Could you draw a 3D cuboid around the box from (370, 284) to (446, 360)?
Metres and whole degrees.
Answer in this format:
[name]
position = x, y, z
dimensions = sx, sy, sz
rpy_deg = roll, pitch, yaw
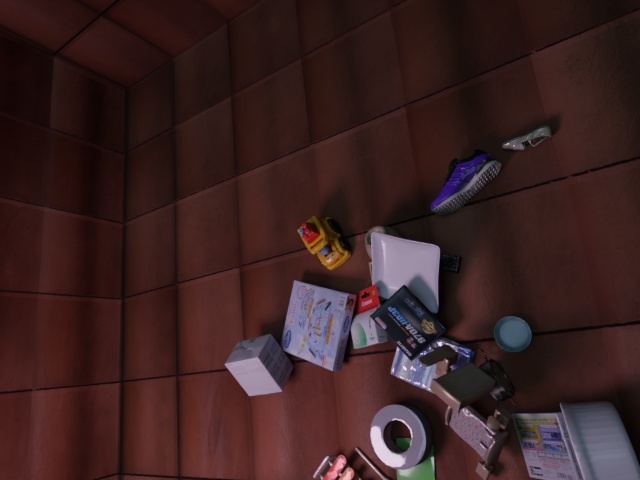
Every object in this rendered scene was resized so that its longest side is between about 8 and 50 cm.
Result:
[box]
position = 0.319, 0.299, 1.656
dimensions = 0.175, 0.051, 0.220
rpy_deg = -44, 82, 9

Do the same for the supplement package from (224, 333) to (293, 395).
[supplement package]
position = -0.264, 0.545, 1.978
dimensions = 0.194, 0.149, 0.203
rpy_deg = -18, 114, 30

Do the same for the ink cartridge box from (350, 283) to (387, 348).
[ink cartridge box]
position = 0.177, 0.304, 1.796
dimensions = 0.181, 0.056, 0.224
rpy_deg = -38, 59, 57

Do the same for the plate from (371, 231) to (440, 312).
[plate]
position = 0.319, 0.111, 1.685
dimensions = 0.277, 0.045, 0.278
rpy_deg = 14, 121, 36

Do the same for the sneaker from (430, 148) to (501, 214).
[sneaker]
position = 0.517, -0.225, 1.700
dimensions = 0.293, 0.102, 0.146
rpy_deg = -41, 56, 15

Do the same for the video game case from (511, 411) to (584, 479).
[video game case]
position = 0.681, 0.623, 1.372
dimensions = 0.212, 0.023, 0.193
rpy_deg = 124, 138, -65

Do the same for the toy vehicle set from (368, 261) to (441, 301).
[toy vehicle set]
position = 0.326, 0.137, 1.785
dimensions = 0.267, 0.035, 0.166
rpy_deg = -17, 71, 30

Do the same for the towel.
[towel]
position = 0.405, 0.448, 1.670
dimensions = 0.285, 0.034, 0.209
rpy_deg = 16, 90, 35

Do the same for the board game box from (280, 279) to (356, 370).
[board game box]
position = -0.016, 0.353, 1.937
dimensions = 0.318, 0.066, 0.318
rpy_deg = 10, 86, 42

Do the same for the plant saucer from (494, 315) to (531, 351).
[plant saucer]
position = 0.652, 0.317, 1.535
dimensions = 0.119, 0.021, 0.119
rpy_deg = -8, 75, 32

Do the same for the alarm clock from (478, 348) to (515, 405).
[alarm clock]
position = 0.572, 0.447, 1.504
dimensions = 0.064, 0.129, 0.192
rpy_deg = -37, 43, 26

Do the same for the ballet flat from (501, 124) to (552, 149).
[ballet flat]
position = 0.729, -0.350, 1.602
dimensions = 0.168, 0.057, 0.052
rpy_deg = -23, 78, 29

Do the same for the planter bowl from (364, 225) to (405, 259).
[planter bowl]
position = 0.243, 0.007, 1.798
dimensions = 0.162, 0.109, 0.162
rpy_deg = -21, 51, 28

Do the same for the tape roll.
[tape roll]
position = 0.295, 0.714, 1.659
dimensions = 0.219, 0.072, 0.219
rpy_deg = -10, 71, 31

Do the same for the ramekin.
[ramekin]
position = 0.778, 0.581, 1.249
dimensions = 0.135, 0.277, 0.277
rpy_deg = -18, 70, 22

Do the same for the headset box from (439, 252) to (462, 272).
[headset box]
position = 0.479, 0.084, 1.695
dimensions = 0.083, 0.032, 0.062
rpy_deg = 8, 84, 36

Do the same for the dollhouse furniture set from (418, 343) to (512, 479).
[dollhouse furniture set]
position = 0.427, 0.582, 1.488
dimensions = 0.303, 0.174, 0.355
rpy_deg = 37, 132, 48

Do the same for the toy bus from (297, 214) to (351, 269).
[toy bus]
position = 0.000, 0.000, 1.931
dimensions = 0.149, 0.211, 0.220
rpy_deg = -39, 63, 20

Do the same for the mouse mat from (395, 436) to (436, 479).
[mouse mat]
position = 0.345, 0.822, 1.649
dimensions = 0.153, 0.007, 0.189
rpy_deg = -7, 77, 33

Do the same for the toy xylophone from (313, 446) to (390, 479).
[toy xylophone]
position = 0.129, 0.945, 1.725
dimensions = 0.323, 0.081, 0.236
rpy_deg = 29, 96, 35
